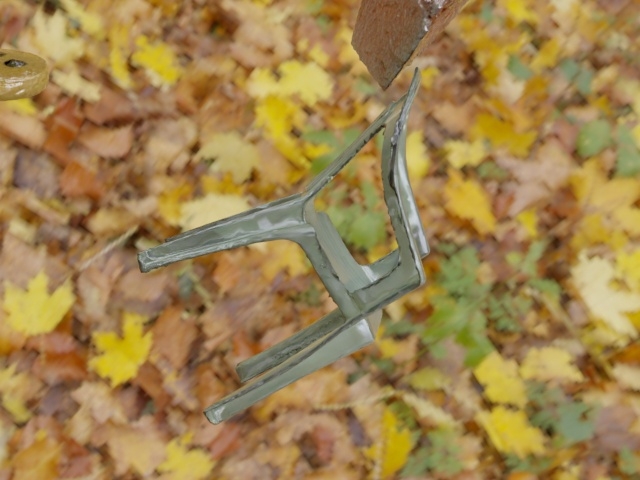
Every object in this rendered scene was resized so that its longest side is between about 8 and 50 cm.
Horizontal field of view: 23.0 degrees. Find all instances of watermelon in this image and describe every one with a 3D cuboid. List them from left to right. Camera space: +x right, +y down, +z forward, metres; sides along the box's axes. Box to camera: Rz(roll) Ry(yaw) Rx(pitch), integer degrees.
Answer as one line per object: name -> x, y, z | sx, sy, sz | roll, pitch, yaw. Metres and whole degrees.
watermelon -> 0.100, -0.253, 1.431 | 0.140, 0.193, 0.256 | 28, 56, 5

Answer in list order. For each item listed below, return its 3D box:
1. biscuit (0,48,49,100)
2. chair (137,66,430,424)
biscuit -> -0.313, -0.117, 1.198 | 0.158, 0.035, 0.240 | 25, 33, 36
chair -> 0.000, 0.000, 1.325 | 0.275, 0.203, 0.190 | -26, 94, 6
